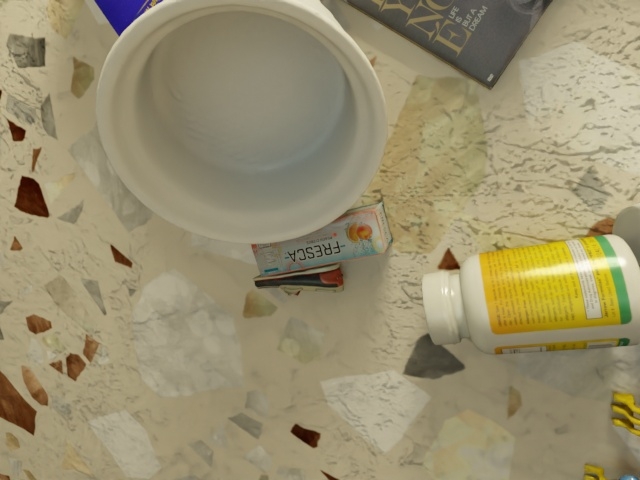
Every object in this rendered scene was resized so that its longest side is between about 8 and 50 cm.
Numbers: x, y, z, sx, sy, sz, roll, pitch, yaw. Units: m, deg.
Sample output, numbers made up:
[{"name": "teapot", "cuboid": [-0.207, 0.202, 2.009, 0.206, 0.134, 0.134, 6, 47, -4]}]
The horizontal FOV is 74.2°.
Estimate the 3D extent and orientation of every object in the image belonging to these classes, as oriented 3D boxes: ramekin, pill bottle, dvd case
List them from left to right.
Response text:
[{"name": "ramekin", "cuboid": [-0.076, -0.138, 0.461, 0.276, 0.135, 0.278, -4, 135, -4]}, {"name": "dvd case", "cuboid": [0.143, -0.297, 0.462, 0.221, 0.018, 0.165, 35, 113, 8]}, {"name": "pill bottle", "cuboid": [0.228, 0.067, 0.480, 0.208, 0.117, 0.118, -11, 101, 22]}]

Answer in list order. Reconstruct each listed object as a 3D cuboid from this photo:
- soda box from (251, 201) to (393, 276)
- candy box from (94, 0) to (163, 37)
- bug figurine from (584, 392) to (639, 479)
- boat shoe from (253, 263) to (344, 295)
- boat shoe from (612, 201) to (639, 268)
[{"name": "soda box", "cuboid": [0.000, 0.000, 0.572, 0.182, 0.063, 0.058, -12, 101, 23]}, {"name": "candy box", "cuboid": [-0.168, -0.383, 0.494, 0.268, 0.122, 0.317, -33, 91, 23]}, {"name": "bug figurine", "cuboid": [0.460, 0.271, 0.479, 0.278, 0.072, 0.217, -9, 101, 22]}, {"name": "boat shoe", "cuboid": [-0.033, 0.059, 0.611, 0.136, 0.049, 0.043, -8, 104, 17]}, {"name": "boat shoe", "cuboid": [0.411, 0.070, 0.427, 0.088, 0.096, 0.268, -25, 73, -9]}]
